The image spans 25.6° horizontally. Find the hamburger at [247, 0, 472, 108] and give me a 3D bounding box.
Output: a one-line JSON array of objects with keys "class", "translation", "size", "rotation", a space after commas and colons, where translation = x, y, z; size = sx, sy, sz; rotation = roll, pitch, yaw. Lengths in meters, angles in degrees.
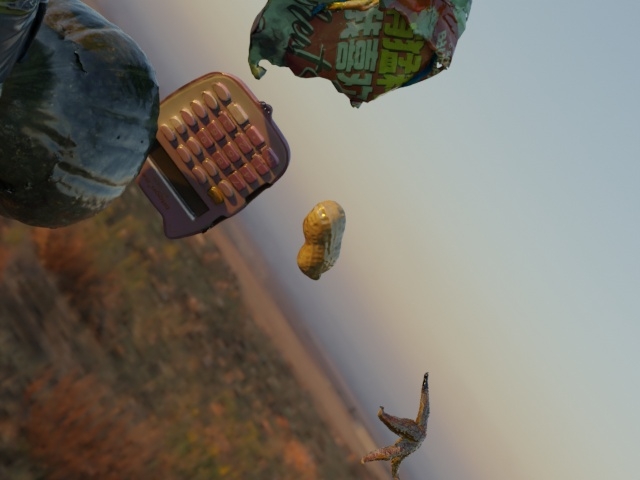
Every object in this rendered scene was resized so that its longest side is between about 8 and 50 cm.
[{"class": "hamburger", "translation": [0.043, -0.310, 1.901], "size": [0.276, 0.260, 0.150], "rotation": [17, 55, -27]}]

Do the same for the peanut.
[{"class": "peanut", "translation": [0.000, 0.000, 1.677], "size": [0.054, 0.054, 0.113], "rotation": [57, -37, 44]}]

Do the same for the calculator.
[{"class": "calculator", "translation": [-0.164, -0.126, 2.020], "size": [0.194, 0.294, 0.043], "rotation": [54, 38, -6]}]

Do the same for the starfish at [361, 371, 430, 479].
[{"class": "starfish", "translation": [0.103, 0.214, 1.620], "size": [0.041, 0.130, 0.133], "rotation": [29, -7, 26]}]

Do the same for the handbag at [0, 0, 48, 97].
[{"class": "handbag", "translation": [-0.397, -0.292, 1.498], "size": [0.241, 0.222, 0.263], "rotation": [130, -31, -50]}]

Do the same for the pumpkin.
[{"class": "pumpkin", "translation": [-0.380, -0.180, 1.810], "size": [0.327, 0.291, 0.257], "rotation": [25, 6, 19]}]
